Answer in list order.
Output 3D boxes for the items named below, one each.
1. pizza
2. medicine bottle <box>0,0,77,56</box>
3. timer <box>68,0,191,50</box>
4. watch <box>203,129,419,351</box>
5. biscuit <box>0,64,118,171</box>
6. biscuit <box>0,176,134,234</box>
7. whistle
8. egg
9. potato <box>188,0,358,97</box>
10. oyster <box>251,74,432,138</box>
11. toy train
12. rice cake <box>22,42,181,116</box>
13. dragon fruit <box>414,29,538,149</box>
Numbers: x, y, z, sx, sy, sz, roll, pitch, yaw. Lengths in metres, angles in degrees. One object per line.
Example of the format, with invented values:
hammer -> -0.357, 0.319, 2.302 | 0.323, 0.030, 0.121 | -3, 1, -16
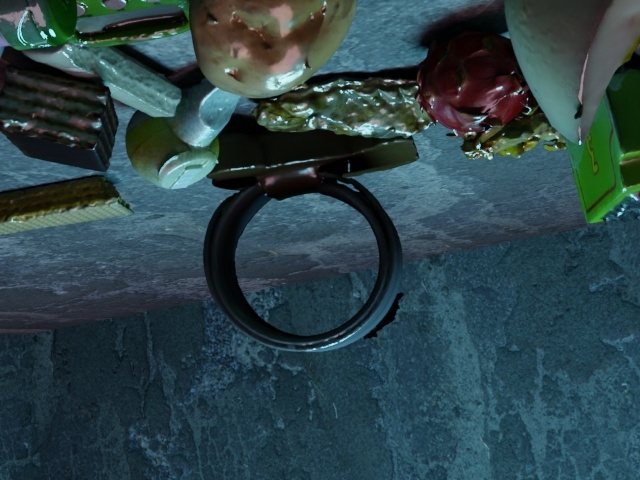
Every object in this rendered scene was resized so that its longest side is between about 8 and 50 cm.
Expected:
pizza -> 0.318, -0.153, 1.360 | 0.251, 0.074, 0.287 | -2, -169, 24
medicine bottle -> -0.324, -0.177, 0.723 | 0.274, 0.134, 0.133 | -10, 171, 3
timer -> -0.178, -0.216, 0.884 | 0.140, 0.047, 0.128 | -9, 169, 3
watch -> 0.000, 0.000, 1.471 | 0.335, 0.327, 0.314 | -10, 174, 6
biscuit -> -0.285, -0.128, 1.088 | 0.106, 0.070, 0.252 | 12, 176, -8
biscuit -> -0.504, -0.046, 1.626 | 0.378, 0.054, 0.094 | -9, 170, 7
whistle -> -0.166, -0.149, 1.215 | 0.122, 0.123, 0.223 | 0, 148, -42
egg -> 0.254, -0.231, 0.842 | 0.271, 0.162, 0.206 | -38, 141, -13
potato -> -0.043, -0.188, 0.854 | 0.161, 0.128, 0.234 | -39, -173, -25
oyster -> 0.081, -0.180, 1.302 | 0.344, 0.079, 0.129 | -6, 163, 1
toy train -> 0.363, -0.155, 1.135 | 0.173, 0.249, 0.307 | -11, 171, 3
rice cake -> -0.224, -0.179, 1.056 | 0.057, 0.052, 0.256 | -7, 171, 17
dragon fruit -> 0.189, -0.187, 1.164 | 0.133, 0.136, 0.166 | -42, -161, -28
